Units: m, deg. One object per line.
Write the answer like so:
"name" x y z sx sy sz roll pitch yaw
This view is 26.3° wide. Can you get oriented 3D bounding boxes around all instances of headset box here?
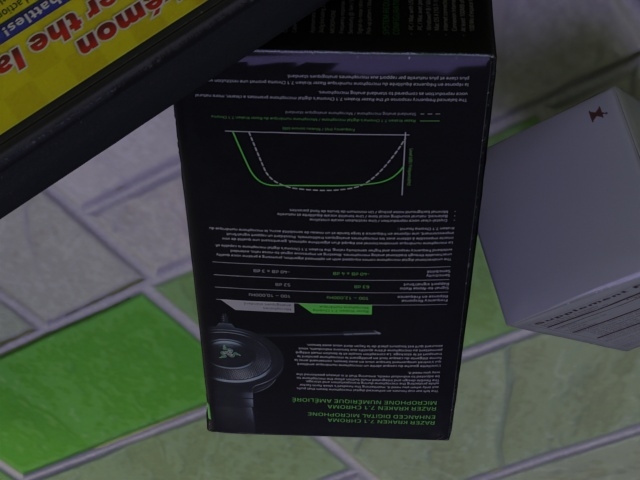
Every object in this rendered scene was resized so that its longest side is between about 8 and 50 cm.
"headset box" 0.009 -0.066 0.700 0.131 0.246 0.283 1 139 2

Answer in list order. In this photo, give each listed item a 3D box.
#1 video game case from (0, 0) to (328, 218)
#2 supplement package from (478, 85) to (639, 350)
"video game case" -0.121 -0.147 0.542 0.275 0.248 0.035 -35 156 -9
"supplement package" 0.177 -0.005 0.806 0.105 0.105 0.179 -25 158 28
